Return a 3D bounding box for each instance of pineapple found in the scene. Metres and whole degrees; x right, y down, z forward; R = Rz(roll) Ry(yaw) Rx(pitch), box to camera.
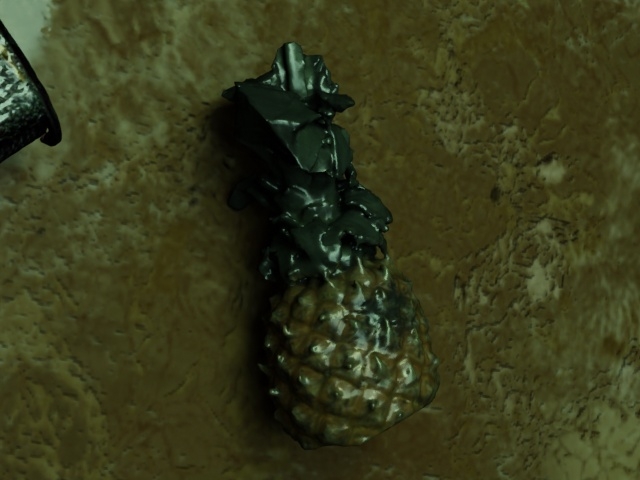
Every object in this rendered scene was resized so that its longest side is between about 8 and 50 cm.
[{"bbox_3d":[0.000,0.000,0.800,0.111,0.119,0.237,-17,92,-45],"label":"pineapple"}]

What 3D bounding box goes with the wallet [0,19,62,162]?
[{"bbox_3d":[-0.281,-0.103,0.656,0.221,0.071,0.262,-37,105,-23],"label":"wallet"}]
